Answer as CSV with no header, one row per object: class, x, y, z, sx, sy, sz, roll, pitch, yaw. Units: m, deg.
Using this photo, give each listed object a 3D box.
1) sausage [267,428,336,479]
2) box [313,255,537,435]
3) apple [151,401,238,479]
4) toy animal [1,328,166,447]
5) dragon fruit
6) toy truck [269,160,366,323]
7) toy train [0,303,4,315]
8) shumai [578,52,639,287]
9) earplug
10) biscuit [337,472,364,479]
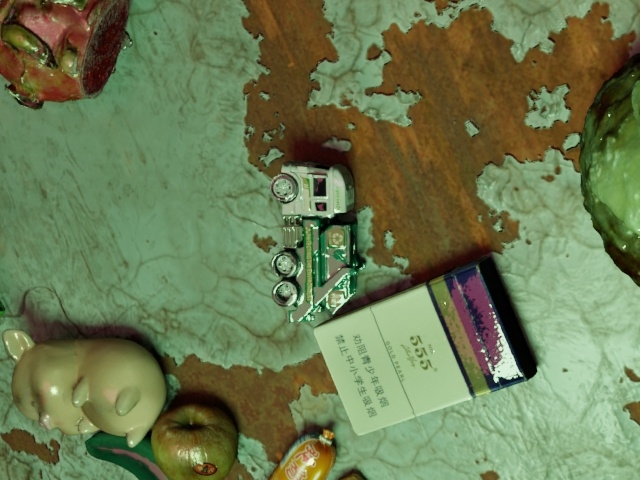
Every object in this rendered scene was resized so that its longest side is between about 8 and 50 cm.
sausage,-0.045,0.359,1.479,0.071,0.071,0.234,36,110,16
box,0.136,0.142,1.370,0.259,0.071,0.168,-23,88,24
apple,-0.183,0.297,1.506,0.126,0.126,0.102,13,126,22
toy animal,-0.349,0.215,1.551,0.250,0.154,0.166,6,122,18
dragon fruit,-0.349,-0.297,1.456,0.147,0.211,0.282,28,110,14
toy truck,0.000,0.000,1.398,0.116,0.110,0.215,1,97,11
toy train,-0.630,0.124,1.622,0.188,0.243,0.132,-36,82,15
shumai,0.451,-0.057,1.058,0.395,0.348,0.394,4,101,20
earplug,-0.289,0.455,1.551,0.164,0.280,0.257,2,135,44
biscuit,0.097,0.485,1.448,0.306,0.043,0.283,15,100,19
